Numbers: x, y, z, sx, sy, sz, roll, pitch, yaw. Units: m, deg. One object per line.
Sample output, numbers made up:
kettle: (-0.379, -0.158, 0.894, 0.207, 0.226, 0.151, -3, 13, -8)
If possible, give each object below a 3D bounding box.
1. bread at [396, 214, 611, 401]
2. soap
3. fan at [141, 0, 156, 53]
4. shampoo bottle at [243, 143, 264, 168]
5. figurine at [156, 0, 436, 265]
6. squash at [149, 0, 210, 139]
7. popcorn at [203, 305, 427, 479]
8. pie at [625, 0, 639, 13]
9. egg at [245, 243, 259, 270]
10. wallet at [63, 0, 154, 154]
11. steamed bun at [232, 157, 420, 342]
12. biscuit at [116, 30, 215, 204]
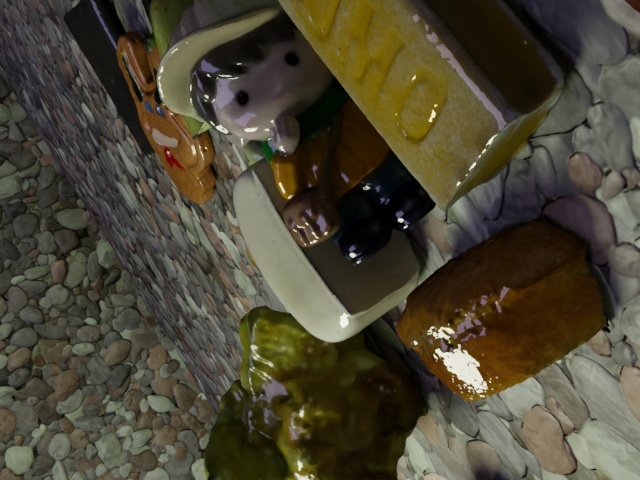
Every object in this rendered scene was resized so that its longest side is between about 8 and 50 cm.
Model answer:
bread: (0.154, 0.080, 0.803, 0.129, 0.134, 0.260, 57, 159, 4)
soap: (0.073, -0.177, 0.709, 0.274, 0.089, 0.173, 53, 157, 13)
fan: (-0.232, -0.300, 1.196, 0.226, 0.008, 0.152, -91, -22, -70)
shampoo bottle: (-0.061, -0.109, 1.110, 0.079, 0.079, 0.162, 41, 152, 39)
figurine: (-0.026, -0.134, 0.897, 0.332, 0.185, 0.204, 49, -173, -17)
squash: (-0.171, -0.261, 1.119, 0.287, 0.137, 0.137, 58, 160, 21)
popcorn: (-0.030, 0.261, 1.190, 0.321, 0.326, 0.290, 50, 157, 6)
pie: (0.217, -0.188, 0.416, 0.219, 0.054, 0.204, 45, 154, 34)
egg: (-0.073, 0.019, 1.306, 0.096, 0.080, 0.080, 57, 159, 15)
wallet: (-0.383, -0.318, 1.600, 0.170, 0.044, 0.321, -5, 118, 56)
steamed bun: (0.000, 0.000, 1.021, 0.241, 0.146, 0.164, 56, 156, 8)
biscuit: (-0.268, -0.207, 1.460, 0.202, 0.047, 0.333, 27, 143, 41)
